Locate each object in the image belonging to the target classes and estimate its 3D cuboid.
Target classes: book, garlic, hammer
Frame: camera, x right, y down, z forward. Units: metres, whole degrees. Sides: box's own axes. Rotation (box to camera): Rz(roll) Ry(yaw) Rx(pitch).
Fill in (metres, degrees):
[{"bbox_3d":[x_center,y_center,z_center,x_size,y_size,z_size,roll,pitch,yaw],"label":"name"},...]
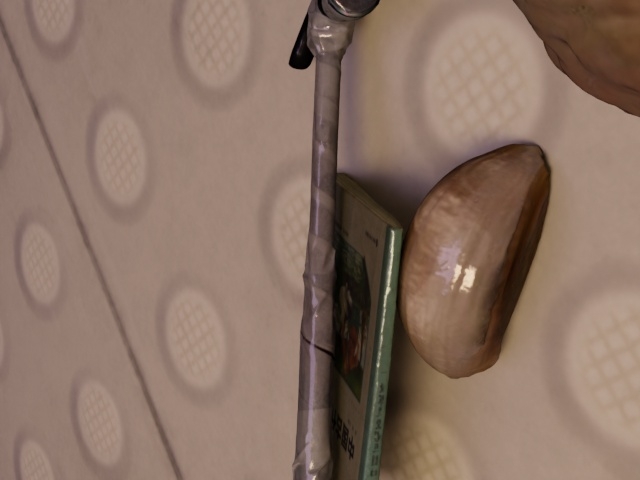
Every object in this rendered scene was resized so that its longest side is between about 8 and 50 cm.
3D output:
[{"bbox_3d":[0.022,0.098,0.785,0.215,0.025,0.282,-131,44,-71],"label":"book"},{"bbox_3d":[0.108,0.026,0.693,0.087,0.101,0.195,27,117,39],"label":"garlic"},{"bbox_3d":[0.001,0.000,0.749,0.152,0.044,0.427,163,110,-76],"label":"hammer"}]

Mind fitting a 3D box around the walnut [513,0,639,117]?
[{"bbox_3d":[0.213,-0.172,0.448,0.248,0.248,0.248,12,106,46],"label":"walnut"}]
